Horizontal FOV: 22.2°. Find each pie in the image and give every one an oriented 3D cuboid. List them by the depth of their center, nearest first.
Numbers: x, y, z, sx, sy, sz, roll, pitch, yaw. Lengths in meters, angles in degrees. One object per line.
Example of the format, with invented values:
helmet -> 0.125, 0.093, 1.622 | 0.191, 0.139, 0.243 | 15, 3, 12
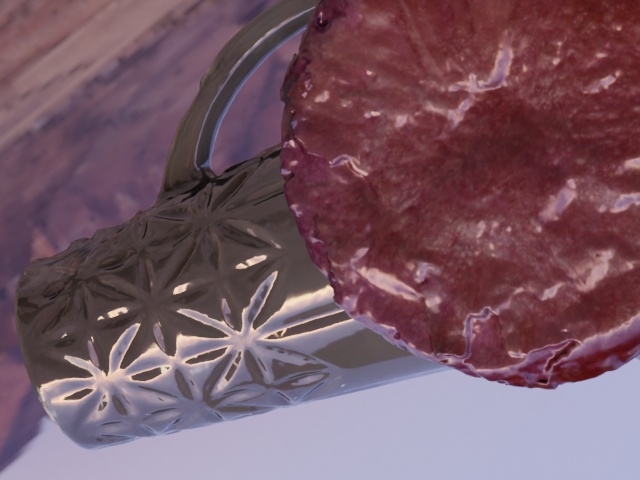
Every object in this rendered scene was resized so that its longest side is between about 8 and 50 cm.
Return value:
pie -> 0.060, -0.033, 0.480 | 0.154, 0.154, 0.036 | -38, 170, 9

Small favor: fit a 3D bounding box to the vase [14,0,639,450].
vase -> 0.000, 0.000, 0.809 | 0.301, 0.251, 0.156 | -20, 168, 12
